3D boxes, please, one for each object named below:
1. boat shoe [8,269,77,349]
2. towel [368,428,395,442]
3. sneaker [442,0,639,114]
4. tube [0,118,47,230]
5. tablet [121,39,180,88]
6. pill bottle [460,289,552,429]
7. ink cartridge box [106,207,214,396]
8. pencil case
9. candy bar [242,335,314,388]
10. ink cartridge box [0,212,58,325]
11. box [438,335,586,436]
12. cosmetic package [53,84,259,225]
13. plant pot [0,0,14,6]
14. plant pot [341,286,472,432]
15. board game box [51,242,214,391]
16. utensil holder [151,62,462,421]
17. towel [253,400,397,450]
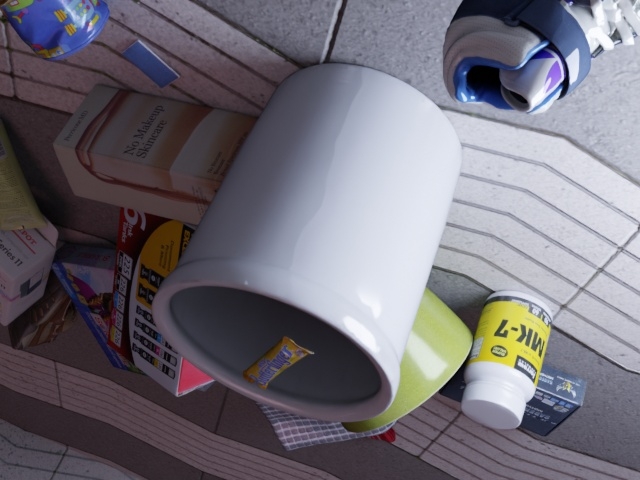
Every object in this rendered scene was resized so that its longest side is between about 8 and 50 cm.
[{"bbox_3d":[-0.643,0.162,2.185,0.116,0.123,0.324,3,153,-37],"label":"boat shoe"},{"bbox_3d":[0.031,0.408,2.175,0.275,0.031,0.199,4,146,31],"label":"towel"},{"bbox_3d":[0.275,-0.209,0.905,0.323,0.236,0.130,-1,141,34],"label":"sneaker"},{"bbox_3d":[-0.590,-0.116,1.715,0.070,0.062,0.240,24,138,34],"label":"tube"},{"bbox_3d":[-0.256,-0.266,1.382,0.083,0.006,0.054,41,144,-25],"label":"tablet"},{"bbox_3d":[0.306,0.198,1.516,0.119,0.208,0.119,16,148,11],"label":"pill bottle"},{"bbox_3d":[-0.221,0.088,1.554,0.272,0.130,0.309,27,118,35],"label":"ink cartridge box"},{"bbox_3d":[-0.416,-0.379,1.206,0.133,0.119,0.306,-22,131,19],"label":"pencil case"},{"bbox_3d":[-0.055,0.151,1.131,0.040,0.018,0.161,30,147,-11],"label":"candy bar"},{"bbox_3d":[-0.672,0.018,1.910,0.207,0.119,0.353,45,147,3],"label":"ink cartridge box"},{"bbox_3d":[0.361,0.282,1.747,0.233,0.059,0.183,23,149,2],"label":"box"},{"bbox_3d":[-0.243,-0.130,1.440,0.296,0.153,0.129,12,145,15],"label":"cosmetic package"},{"bbox_3d":[-0.333,-0.387,1.019,0.237,0.254,0.237,18,148,12],"label":"plant pot"},{"bbox_3d":[0.061,0.121,1.546,0.293,0.275,0.275,53,141,-10],"label":"plant pot"},{"bbox_3d":[-0.394,0.160,1.936,0.318,0.066,0.318,5,130,41],"label":"board game box"},{"bbox_3d":[0.000,0.000,1.254,0.327,0.385,0.327,16,147,11],"label":"utensil holder"},{"bbox_3d":[-0.001,0.325,1.922,0.284,0.121,0.235,-14,135,19],"label":"towel"}]
